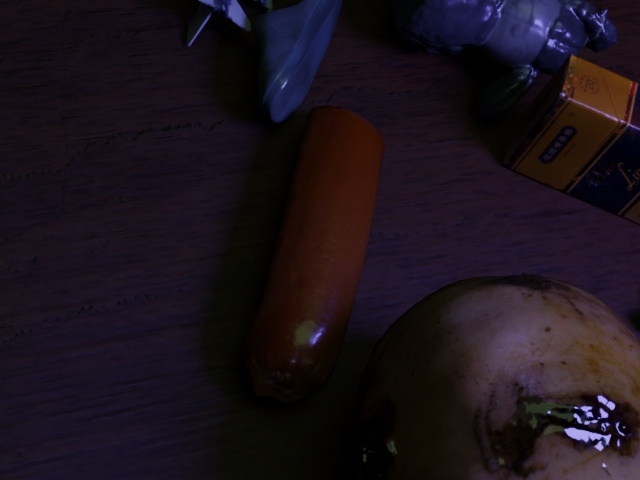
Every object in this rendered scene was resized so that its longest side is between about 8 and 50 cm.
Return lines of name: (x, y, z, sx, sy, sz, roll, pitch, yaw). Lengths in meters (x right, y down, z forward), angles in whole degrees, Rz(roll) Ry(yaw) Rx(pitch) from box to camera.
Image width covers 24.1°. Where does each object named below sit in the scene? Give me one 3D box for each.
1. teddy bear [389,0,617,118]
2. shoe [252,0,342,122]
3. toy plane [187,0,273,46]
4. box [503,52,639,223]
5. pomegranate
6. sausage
teddy bear: (0.185, -0.237, 1.670, 0.251, 0.144, 0.171, 33, 92, -18)
shoe: (-0.038, -0.210, 1.610, 0.078, 0.079, 0.195, 22, 56, 11)
toy plane: (-0.107, -0.321, 1.637, 0.160, 0.082, 0.234, 27, 55, -35)
box: (0.338, -0.096, 1.627, 0.237, 0.152, 0.070, 21, 59, -8)
pomegranate: (0.170, 0.186, 1.337, 0.322, 0.322, 0.322, 8, 62, -15)
sausage: (0.001, 0.000, 1.497, 0.097, 0.094, 0.348, 21, 58, -12)
